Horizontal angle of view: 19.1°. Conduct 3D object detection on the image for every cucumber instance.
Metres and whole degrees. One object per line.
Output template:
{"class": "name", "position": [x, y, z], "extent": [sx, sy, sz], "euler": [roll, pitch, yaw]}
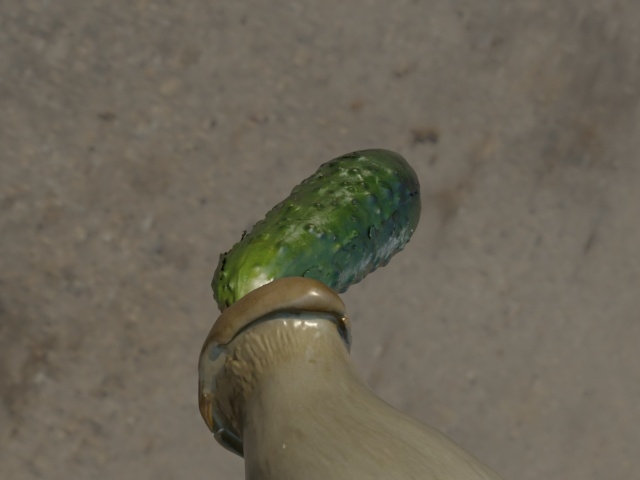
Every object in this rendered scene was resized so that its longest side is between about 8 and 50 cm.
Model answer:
{"class": "cucumber", "position": [0.000, 0.000, 0.999], "extent": [0.227, 0.069, 0.069], "euler": [-38, 144, -61]}

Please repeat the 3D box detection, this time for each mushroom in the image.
{"class": "mushroom", "position": [0.023, 0.104, 0.719], "extent": [0.088, 0.212, 0.097], "euler": [-41, 138, -3]}
